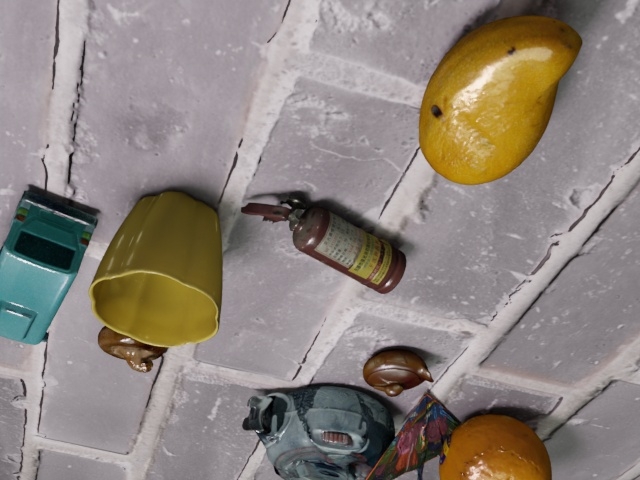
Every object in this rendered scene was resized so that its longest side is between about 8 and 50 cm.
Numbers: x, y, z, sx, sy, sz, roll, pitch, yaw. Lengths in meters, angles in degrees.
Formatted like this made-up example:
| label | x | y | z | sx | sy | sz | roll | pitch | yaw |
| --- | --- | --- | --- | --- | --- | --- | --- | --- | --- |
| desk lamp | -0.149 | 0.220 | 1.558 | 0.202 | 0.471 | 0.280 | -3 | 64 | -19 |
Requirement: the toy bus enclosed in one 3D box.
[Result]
| label | x | y | z | sx | sy | sz | roll | pitch | yaw |
| --- | --- | --- | --- | --- | --- | --- | --- | --- | --- |
| toy bus | -0.455 | 0.054 | 1.437 | 0.128 | 0.147 | 0.256 | 23 | 138 | -17 |

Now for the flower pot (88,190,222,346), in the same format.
| label | x | y | z | sx | sy | sz | roll | pitch | yaw |
| --- | --- | --- | --- | --- | --- | --- | --- | --- | --- |
| flower pot | -0.226 | 0.035 | 1.351 | 0.195 | 0.179 | 0.195 | 5 | 142 | 4 |

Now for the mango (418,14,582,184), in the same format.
| label | x | y | z | sx | sy | sz | roll | pitch | yaw |
| --- | --- | --- | --- | --- | --- | --- | --- | --- | --- |
| mango | 0.208 | -0.172 | 1.093 | 0.157 | 0.109 | 0.262 | 25 | 134 | -7 |

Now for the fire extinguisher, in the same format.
| label | x | y | z | sx | sy | sz | roll | pitch | yaw |
| --- | --- | --- | --- | --- | --- | --- | --- | --- | --- |
| fire extinguisher | 0.001 | 0.005 | 1.365 | 0.252 | 0.075 | 0.106 | 27 | 138 | -25 |

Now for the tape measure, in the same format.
| label | x | y | z | sx | sy | sz | roll | pitch | yaw |
| --- | --- | --- | --- | --- | --- | --- | --- | --- | --- |
| tape measure | 0.010 | 0.402 | 1.806 | 0.275 | 0.147 | 0.256 | -4 | 141 | 15 |

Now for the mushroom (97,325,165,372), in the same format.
| label | x | y | z | sx | sy | sz | roll | pitch | yaw |
| --- | --- | --- | --- | --- | --- | --- | --- | --- | --- |
| mushroom | -0.335 | 0.180 | 1.628 | 0.109 | 0.085 | 0.126 | 26 | 164 | 23 |

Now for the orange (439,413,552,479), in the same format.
| label | x | y | z | sx | sy | sz | roll | pitch | yaw |
| --- | --- | --- | --- | --- | --- | --- | --- | --- | --- |
| orange | 0.338 | 0.444 | 1.770 | 0.219 | 0.193 | 0.219 | 2 | 99 | 14 |

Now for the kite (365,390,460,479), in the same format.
| label | x | y | z | sx | sy | sz | roll | pitch | yaw |
| --- | --- | --- | --- | --- | --- | --- | --- | --- | --- |
| kite | 0.194 | 0.395 | 1.774 | 0.321 | 0.016 | 0.234 | -16 | 121 | -35 |

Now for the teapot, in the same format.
| label | x | y | z | sx | sy | sz | roll | pitch | yaw |
| --- | --- | --- | --- | --- | --- | --- | --- | --- | --- |
| teapot | 0.139 | 0.244 | 1.643 | 0.129 | 0.078 | 0.098 | -6 | 140 | 15 |
